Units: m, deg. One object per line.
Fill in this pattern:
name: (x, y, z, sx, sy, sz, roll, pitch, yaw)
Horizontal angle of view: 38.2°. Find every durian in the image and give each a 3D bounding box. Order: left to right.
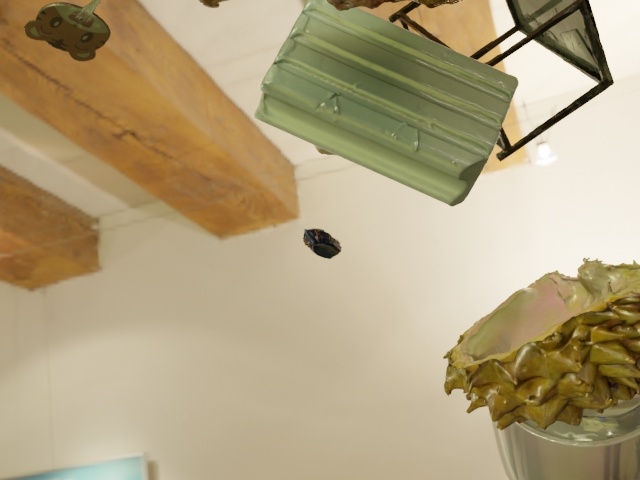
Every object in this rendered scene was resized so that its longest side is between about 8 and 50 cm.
durian: (0.147, 0.068, 0.576, 0.140, 0.078, 0.224, -36, 0, 3)

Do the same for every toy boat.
toy boat: (0.000, 0.000, 1.260, 0.038, 0.038, 0.083, -18, -25, 24)

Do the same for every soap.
soap: (0.057, -0.122, 0.797, 0.198, 0.119, 0.066, 24, -27, 2)

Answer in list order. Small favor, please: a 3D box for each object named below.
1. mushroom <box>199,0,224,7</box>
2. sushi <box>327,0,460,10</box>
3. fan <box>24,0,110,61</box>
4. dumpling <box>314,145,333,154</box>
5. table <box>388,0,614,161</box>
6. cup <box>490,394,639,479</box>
mushroom: (-0.048, -0.449, 1.495, 0.351, 0.095, 0.122, -9, -13, 18)
sushi: (0.053, -0.175, 0.608, 0.192, 0.043, 0.279, -11, 8, -17)
fan: (-0.455, -0.425, 1.767, 0.152, 0.008, 0.226, 22, -39, -37)
dumpling: (0.064, -0.242, 1.503, 0.151, 0.124, 0.229, 1, -59, -14)
table: (0.353, -0.382, 1.853, 0.272, 0.335, 0.222, -34, -51, -1)
cup: (0.365, 0.254, 1.309, 0.253, 0.253, 0.372, -11, -43, 5)
